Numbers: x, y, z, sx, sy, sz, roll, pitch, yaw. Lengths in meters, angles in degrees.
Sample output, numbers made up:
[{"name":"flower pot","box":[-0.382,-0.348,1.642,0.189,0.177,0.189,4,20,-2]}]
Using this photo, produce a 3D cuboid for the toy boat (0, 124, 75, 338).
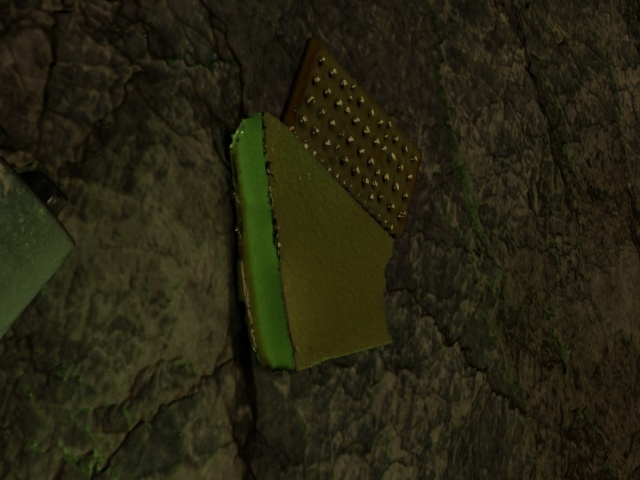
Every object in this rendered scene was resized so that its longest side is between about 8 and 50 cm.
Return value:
[{"name":"toy boat","box":[-0.286,0.056,0.561,0.141,0.092,0.319,53,55,-32]}]

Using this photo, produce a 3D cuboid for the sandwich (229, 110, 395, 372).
[{"name":"sandwich","box":[0.000,0.000,0.940,0.212,0.063,0.244,-5,88,-54]}]

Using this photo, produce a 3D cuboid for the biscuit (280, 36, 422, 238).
[{"name":"biscuit","box":[0.043,-0.109,1.040,0.231,0.016,0.139,41,53,-40]}]
